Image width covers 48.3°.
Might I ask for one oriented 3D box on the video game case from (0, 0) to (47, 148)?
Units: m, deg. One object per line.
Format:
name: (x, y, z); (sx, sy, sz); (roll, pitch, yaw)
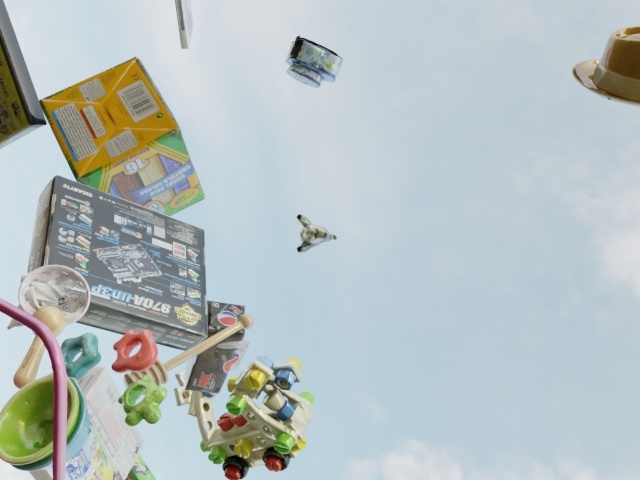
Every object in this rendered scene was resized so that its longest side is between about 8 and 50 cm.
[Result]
video game case: (-0.602, -0.280, 1.213); (0.248, 0.035, 0.275); (-19, -90, 27)

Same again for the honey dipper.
honey dipper: (-0.135, 0.119, 0.769); (0.030, 0.160, 0.030); (30, -46, 37)

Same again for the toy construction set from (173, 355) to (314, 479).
toy construction set: (-0.141, 0.301, 1.244); (0.327, 0.151, 0.215); (-16, -63, 47)

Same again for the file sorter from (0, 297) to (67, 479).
file sorter: (-0.305, 0.139, 0.377); (0.182, 0.290, 0.202); (15, -75, 38)

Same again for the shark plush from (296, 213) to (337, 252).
shark plush: (0.000, 0.000, 1.405); (0.067, 0.161, 0.073); (-2, -106, 13)

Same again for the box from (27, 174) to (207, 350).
box: (-0.247, 0.031, 0.898); (0.051, 0.220, 0.175); (-40, -136, 34)

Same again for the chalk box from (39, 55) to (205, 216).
chalk box: (-0.328, -0.135, 1.239); (0.180, 0.179, 0.289); (57, -13, 23)

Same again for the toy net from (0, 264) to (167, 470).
toy net: (-0.206, 0.076, 0.577); (0.122, 0.045, 0.232); (-33, -135, -3)

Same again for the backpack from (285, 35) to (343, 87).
backpack: (-0.016, -0.375, 1.528); (0.114, 0.105, 0.084); (19, -86, -12)

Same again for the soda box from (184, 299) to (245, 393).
soda box: (-0.160, 0.164, 1.075); (0.169, 0.060, 0.053); (116, -22, -43)

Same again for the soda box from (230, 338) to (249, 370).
soda box: (-0.335, 0.241, 1.937); (0.286, 0.098, 0.091); (34, -71, 24)

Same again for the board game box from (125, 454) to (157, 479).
board game box: (-0.377, 0.615, 1.477); (0.317, 0.046, 0.213); (36, -77, 44)

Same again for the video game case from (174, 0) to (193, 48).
video game case: (-0.346, -0.600, 1.796); (0.023, 0.201, 0.183); (-5, -58, -4)

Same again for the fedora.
fedora: (0.440, -0.237, 0.948); (0.194, 0.194, 0.079); (24, -51, 30)

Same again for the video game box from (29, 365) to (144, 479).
video game box: (-0.373, 0.340, 1.150); (0.048, 0.187, 0.205); (1, -52, 17)
